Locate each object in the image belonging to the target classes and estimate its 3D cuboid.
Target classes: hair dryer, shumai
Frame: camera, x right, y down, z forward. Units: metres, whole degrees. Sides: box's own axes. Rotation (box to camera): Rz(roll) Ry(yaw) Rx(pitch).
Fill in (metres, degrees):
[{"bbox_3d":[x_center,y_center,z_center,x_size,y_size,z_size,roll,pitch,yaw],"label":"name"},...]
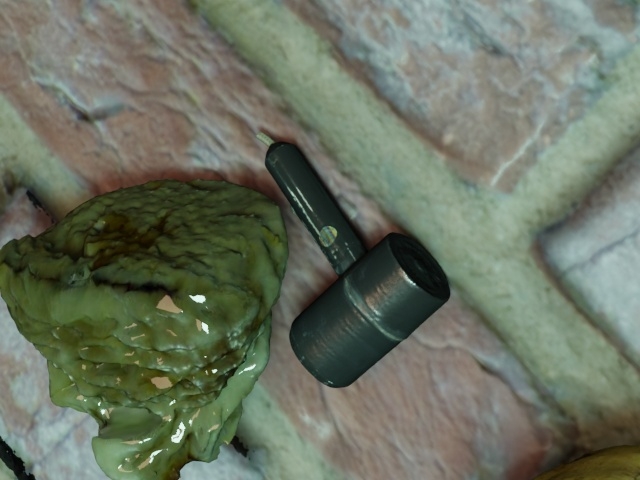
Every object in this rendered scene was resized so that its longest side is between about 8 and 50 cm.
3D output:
[{"bbox_3d":[0.000,0.000,1.212,0.124,0.071,0.219,-40,69,22],"label":"hair dryer"},{"bbox_3d":[-0.128,0.077,1.228,0.255,0.189,0.218,7,115,36],"label":"shumai"}]

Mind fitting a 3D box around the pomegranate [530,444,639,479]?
[{"bbox_3d":[0.211,0.262,1.013,0.260,0.260,0.260,1,92,26],"label":"pomegranate"}]
